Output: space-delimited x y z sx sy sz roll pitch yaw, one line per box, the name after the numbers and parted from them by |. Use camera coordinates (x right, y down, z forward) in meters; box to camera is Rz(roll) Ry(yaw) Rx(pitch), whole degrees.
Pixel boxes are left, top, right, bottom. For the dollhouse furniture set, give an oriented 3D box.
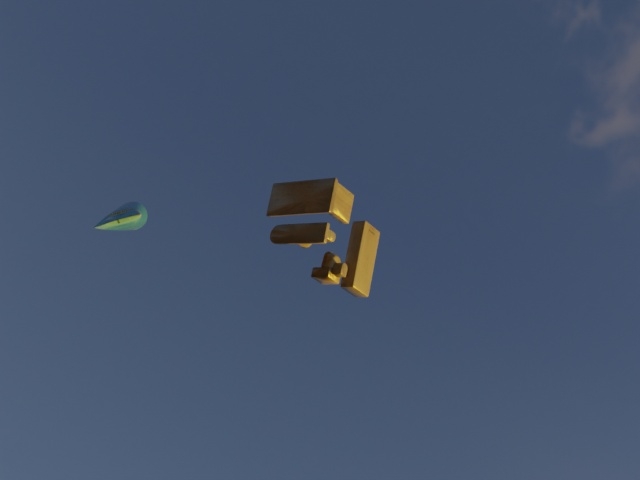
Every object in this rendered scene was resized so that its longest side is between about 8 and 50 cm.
0.000 0.000 1.532 0.123 0.144 0.151 -2 -24 35 | dollhouse furniture set

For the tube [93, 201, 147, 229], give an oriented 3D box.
-0.340 -0.038 1.656 0.080 0.207 0.052 -21 -84 -2 | tube
